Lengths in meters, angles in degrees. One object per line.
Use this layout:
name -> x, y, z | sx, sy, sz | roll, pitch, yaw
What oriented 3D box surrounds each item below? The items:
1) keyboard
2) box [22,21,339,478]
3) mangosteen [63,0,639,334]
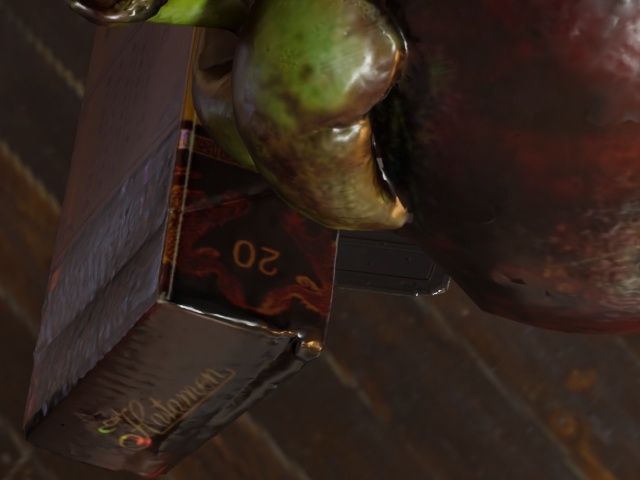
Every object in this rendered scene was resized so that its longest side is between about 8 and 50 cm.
keyboard -> 0.000, 0.000, 1.791 | 0.262, 0.106, 0.016 | 7, 142, 18
box -> -0.079, -0.075, 1.296 | 0.116, 0.415, 0.264 | 18, 149, -21
mangosteen -> 0.094, -0.105, 0.772 | 0.311, 0.311, 0.311 | 9, 110, 27
